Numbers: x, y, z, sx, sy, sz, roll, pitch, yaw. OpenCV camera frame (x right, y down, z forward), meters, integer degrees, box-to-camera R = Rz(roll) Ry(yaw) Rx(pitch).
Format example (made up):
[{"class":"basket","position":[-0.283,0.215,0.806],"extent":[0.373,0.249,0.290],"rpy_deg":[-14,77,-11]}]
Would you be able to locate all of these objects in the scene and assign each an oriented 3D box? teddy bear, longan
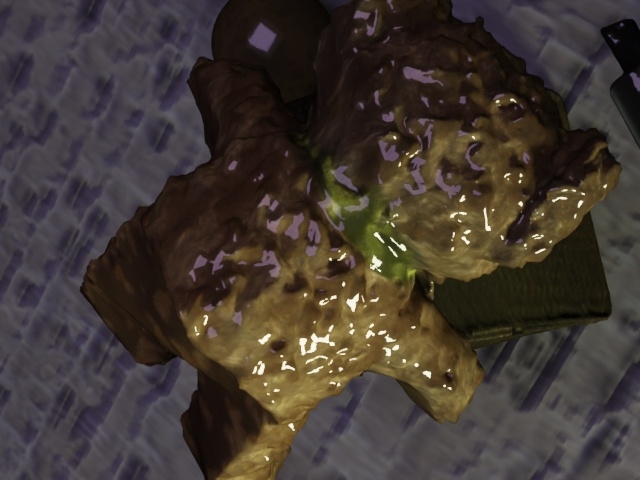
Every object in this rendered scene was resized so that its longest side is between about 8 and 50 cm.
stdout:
[{"class":"teddy bear","position":[0.000,0.003,0.833],"extent":[0.246,0.222,0.296],"rpy_deg":[56,160,12]},{"class":"longan","position":[-0.035,-0.150,1.193],"extent":[0.113,0.092,0.113],"rpy_deg":[8,115,18]}]

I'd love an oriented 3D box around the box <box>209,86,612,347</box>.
[{"class":"box","position":[0.068,-0.012,1.023],"extent":[0.143,0.273,0.184],"rpy_deg":[-15,83,31]}]

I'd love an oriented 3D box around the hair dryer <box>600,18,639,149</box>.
[{"class":"hair dryer","position":[0.291,0.007,0.885],"extent":[0.155,0.320,0.284],"rpy_deg":[-16,71,30]}]
